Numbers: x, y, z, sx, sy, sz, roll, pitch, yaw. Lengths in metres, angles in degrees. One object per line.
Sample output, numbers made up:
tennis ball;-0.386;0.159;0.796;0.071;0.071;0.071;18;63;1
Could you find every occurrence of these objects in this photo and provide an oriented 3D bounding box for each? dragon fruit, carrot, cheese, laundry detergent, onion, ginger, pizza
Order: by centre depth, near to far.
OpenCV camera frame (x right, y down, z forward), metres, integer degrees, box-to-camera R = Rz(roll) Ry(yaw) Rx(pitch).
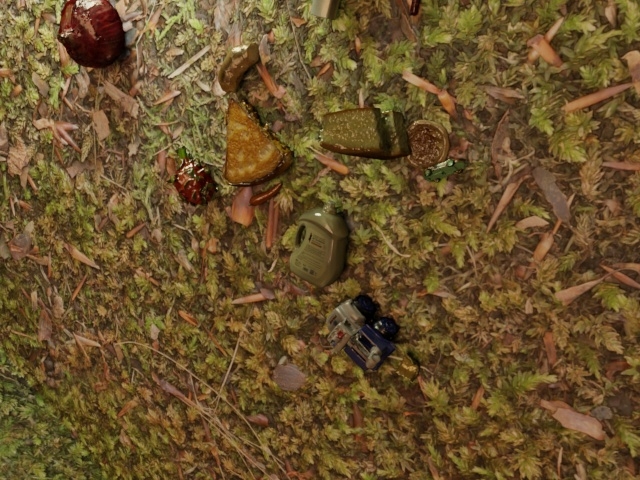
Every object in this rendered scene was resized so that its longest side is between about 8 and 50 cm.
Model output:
cheese;0.261;0.364;1.880;0.060;0.041;0.084;28;126;30
laundry detergent;0.000;0.000;1.918;0.181;0.091;0.253;26;114;29
ginger;-0.254;-0.530;1.954;0.095;0.069;0.190;33;118;-4
pizza;-0.237;-0.285;2.000;0.251;0.074;0.288;-42;79;31
carrot;-0.173;-0.143;2.022;0.142;0.035;0.035;-26;88;25
dragon fruit;-0.432;-0.210;2.099;0.236;0.137;0.135;50;158;13
onion;-0.779;-0.696;2.139;0.252;0.219;0.252;15;118;31

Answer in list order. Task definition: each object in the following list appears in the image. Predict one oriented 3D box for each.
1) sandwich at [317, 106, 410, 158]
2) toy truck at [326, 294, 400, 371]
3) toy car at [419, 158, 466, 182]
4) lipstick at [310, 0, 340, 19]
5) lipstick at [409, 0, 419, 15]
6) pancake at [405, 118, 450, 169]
sandwich;0.117;-0.280;1.690;0.128;0.235;0.122;-6;88;47
toy truck;0.108;0.281;1.871;0.213;0.177;0.161;43;121;14
toy car;0.326;-0.189;1.697;0.122;0.059;0.035;-24;59;31
lipstick;0.038;-0.729;1.726;0.077;0.079;0.253;23;114;23
lipstick;0.255;-0.667;1.642;0.027;0.027;0.177;20;112;26
pancake;0.283;-0.256;1.726;0.139;0.022;0.140;8;106;28
